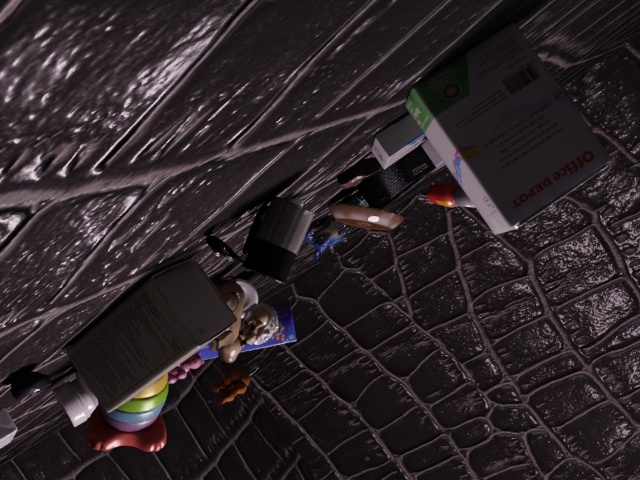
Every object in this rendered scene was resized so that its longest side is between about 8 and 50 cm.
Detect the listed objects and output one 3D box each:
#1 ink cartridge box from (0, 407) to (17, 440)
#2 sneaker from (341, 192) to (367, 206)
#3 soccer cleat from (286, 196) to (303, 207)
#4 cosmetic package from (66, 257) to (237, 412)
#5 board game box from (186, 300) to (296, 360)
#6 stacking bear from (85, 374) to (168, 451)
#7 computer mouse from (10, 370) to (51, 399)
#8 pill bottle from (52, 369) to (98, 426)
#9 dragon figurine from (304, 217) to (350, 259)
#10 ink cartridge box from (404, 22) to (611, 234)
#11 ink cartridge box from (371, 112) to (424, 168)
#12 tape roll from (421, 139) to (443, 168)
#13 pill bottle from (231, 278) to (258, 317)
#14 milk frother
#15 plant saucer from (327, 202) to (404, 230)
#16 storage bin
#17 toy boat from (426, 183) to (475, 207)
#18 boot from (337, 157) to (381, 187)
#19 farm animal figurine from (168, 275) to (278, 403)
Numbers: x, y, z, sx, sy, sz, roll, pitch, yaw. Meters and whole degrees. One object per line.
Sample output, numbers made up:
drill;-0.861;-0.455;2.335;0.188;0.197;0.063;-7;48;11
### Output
ink cartridge box;-0.737;0.436;1.685;0.104;0.060;0.180;-32;175;-34
sneaker;0.090;-0.099;2.096;0.076;0.065;0.166;-54;172;22
soccer cleat;-0.063;-0.036;1.525;0.076;0.068;0.196;-36;173;-8
cosmetic package;-0.316;0.177;1.416;0.296;0.153;0.129;-35;177;33
board game box;-0.251;0.271;2.280;0.346;0.078;0.233;-11;-173;-2
stacking bear;-0.402;0.296;1.663;0.175;0.164;0.289;7;120;-20
computer mouse;-0.556;0.272;1.459;0.071;0.041;0.242;-23;178;-24
pill bottle;-0.512;0.339;1.831;0.229;0.131;0.131;-32;175;-25
dragon figurine;0.000;0.000;2.230;0.144;0.085;0.289;-33;175;-15
ink cartridge box;0.302;-0.177;1.256;0.201;0.278;0.117;-33;175;-5
ink cartridge box;0.149;-0.191;1.470;0.088;0.052;0.122;-34;177;-3
tape roll;0.364;-0.271;2.061;0.219;0.072;0.219;-35;175;-3
pill bottle;-0.233;0.172;2.209;0.112;0.112;0.187;-34;175;-6
milk frother;-0.104;-0.014;1.305;0.143;0.129;0.135;30;81;-55
plant saucer;0.112;-0.056;1.934;0.198;0.198;0.036;90;11;-84
storage bin;0.187;-0.158;1.909;0.122;0.084;0.180;-31;174;-35
toy boat;0.402;-0.184;1.869;0.318;0.268;0.148;-45;-148;-24
boot;0.088;-0.142;1.641;0.106;0.037;0.114;-22;174;8
farm animal figurine;-0.271;0.230;1.931;0.172;0.330;0.327;-22;139;-59
